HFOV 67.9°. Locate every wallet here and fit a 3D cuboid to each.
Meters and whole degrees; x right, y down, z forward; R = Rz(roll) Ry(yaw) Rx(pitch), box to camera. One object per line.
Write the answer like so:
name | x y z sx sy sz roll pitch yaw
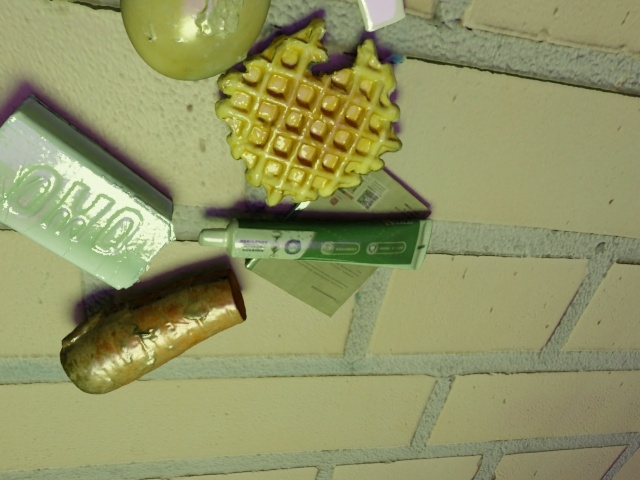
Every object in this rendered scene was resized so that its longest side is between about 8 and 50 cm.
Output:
wallet | 0.071 -0.343 0.619 0.061 0.025 0.122 -23 125 0

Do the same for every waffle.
waffle | -0.008 -0.170 0.688 0.261 0.056 0.250 -26 120 2

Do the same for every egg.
egg | -0.135 -0.279 0.536 0.164 0.164 0.202 25 108 -26

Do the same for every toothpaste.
toothpaste | 0.000 0.000 0.783 0.391 0.061 0.099 2 114 -16

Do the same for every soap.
soap | -0.341 -0.054 0.672 0.150 0.094 0.261 -41 122 14

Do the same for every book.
book | 0.032 -0.004 0.833 0.214 0.025 0.283 35 109 -29

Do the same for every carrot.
carrot | -0.275 0.149 0.801 0.301 0.139 0.139 -21 125 -6
